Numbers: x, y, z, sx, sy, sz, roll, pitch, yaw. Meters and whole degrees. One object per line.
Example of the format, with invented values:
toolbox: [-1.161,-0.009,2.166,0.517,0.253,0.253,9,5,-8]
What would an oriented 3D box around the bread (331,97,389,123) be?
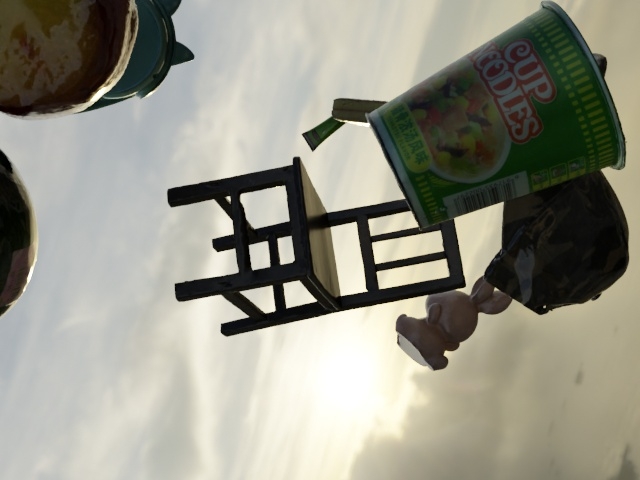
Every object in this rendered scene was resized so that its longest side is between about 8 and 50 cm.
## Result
bread: [0.074,-0.176,1.408,0.094,0.090,0.035,-2,-80,-63]

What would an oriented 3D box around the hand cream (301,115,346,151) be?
hand cream: [0.016,-0.188,1.662,0.122,0.036,0.023,-32,1,43]

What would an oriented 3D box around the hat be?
hat: [0.421,-0.080,1.597,0.366,0.257,0.381,-51,-9,-38]

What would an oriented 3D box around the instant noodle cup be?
instant noodle cup: [0.185,-0.119,1.116,0.207,0.233,0.207,64,-176,-9]

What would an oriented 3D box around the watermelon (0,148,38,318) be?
watermelon: [-0.568,-0.018,1.369,0.363,0.363,0.363,16,-90,-82]

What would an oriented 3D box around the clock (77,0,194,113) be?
clock: [-0.356,-0.337,1.695,0.094,0.274,0.223,-105,4,-77]

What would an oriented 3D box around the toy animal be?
toy animal: [0.236,0.133,1.798,0.212,0.124,0.124,-36,-17,-10]

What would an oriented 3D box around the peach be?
peach: [-0.381,-0.317,1.265,0.338,0.281,0.281,61,-138,-54]

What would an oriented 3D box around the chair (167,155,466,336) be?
chair: [0.000,0.000,1.598,0.240,0.416,0.203,58,-158,-62]
